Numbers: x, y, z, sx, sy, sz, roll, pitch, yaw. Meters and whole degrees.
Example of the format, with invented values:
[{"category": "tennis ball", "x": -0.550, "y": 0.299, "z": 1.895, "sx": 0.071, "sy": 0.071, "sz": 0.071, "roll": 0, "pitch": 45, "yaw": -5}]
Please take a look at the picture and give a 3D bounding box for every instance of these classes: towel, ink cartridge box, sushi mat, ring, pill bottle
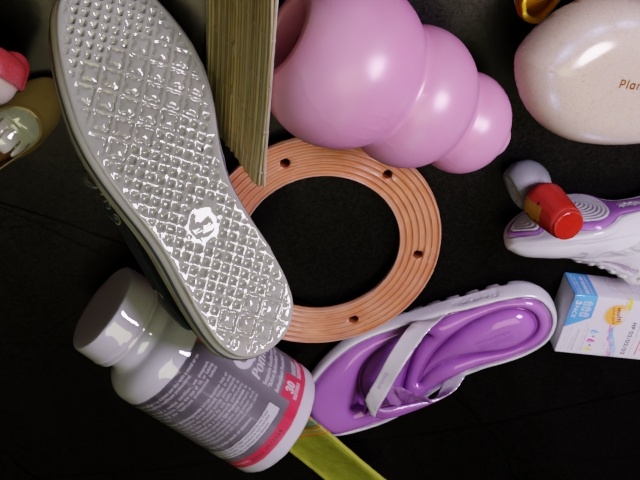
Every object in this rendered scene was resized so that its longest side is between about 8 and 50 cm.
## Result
[{"category": "towel", "x": -0.007, "y": 0.323, "z": 1.702, "sx": 0.102, "sy": 0.021, "sz": 0.237, "roll": -19, "pitch": 128, "yaw": 41}, {"category": "ink cartridge box", "x": 0.436, "y": 0.114, "z": 1.623, "sx": 0.181, "sy": 0.062, "sz": 0.104, "roll": 6, "pitch": 121, "yaw": -11}, {"category": "sushi mat", "x": -0.094, "y": -0.217, "z": 1.266, "sx": 0.019, "sy": 0.151, "sz": 0.317, "roll": -19, "pitch": 142, "yaw": -23}, {"category": "ring", "x": 0.000, "y": 0.000, "z": 1.521, "sx": 0.336, "sy": 0.032, "sz": 0.337, "roll": -3, "pitch": 123, "yaw": -4}, {"category": "pill bottle", "x": -0.176, "y": 0.175, "z": 1.524, "sx": 0.318, "sy": 0.176, "sz": 0.176, "roll": 37, "pitch": 112, "yaw": -26}]

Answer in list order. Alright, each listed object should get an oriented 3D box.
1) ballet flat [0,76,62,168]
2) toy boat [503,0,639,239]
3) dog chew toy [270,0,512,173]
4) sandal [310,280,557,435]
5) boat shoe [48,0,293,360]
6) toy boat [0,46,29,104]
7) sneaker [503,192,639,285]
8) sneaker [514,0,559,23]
[{"category": "ballet flat", "x": -0.409, "y": -0.114, "z": 1.376, "sx": 0.232, "sy": 0.073, "sz": 0.080, "roll": -36, "pitch": 119, "yaw": 15}, {"category": "toy boat", "x": 0.329, "y": -0.163, "z": 1.398, "sx": 0.267, "sy": 0.148, "sz": 0.318, "roll": 9, "pitch": 116, "yaw": -26}, {"category": "dog chew toy", "x": 0.094, "y": -0.180, "z": 1.326, "sx": 0.331, "sy": 0.207, "sz": 0.207, "roll": 23, "pitch": 117, "yaw": -28}, {"category": "sandal", "x": 0.149, "y": 0.183, "z": 1.609, "sx": 0.416, "sy": 0.102, "sz": 0.169, "roll": -30, "pitch": 118, "yaw": 14}, {"category": "boat shoe", "x": -0.195, "y": -0.081, "z": 1.350, "sx": 0.186, "sy": 0.156, "sz": 0.500, "roll": -31, "pitch": 105, "yaw": -23}, {"category": "toy boat", "x": -0.429, "y": -0.263, "z": 1.261, "sx": 0.231, "sy": 0.151, "sz": 0.151, "roll": 29, "pitch": 84, "yaw": -23}, {"category": "sneaker", "x": 0.406, "y": 0.010, "z": 1.522, "sx": 0.305, "sy": 0.114, "sz": 0.152, "roll": -5, "pitch": 121, "yaw": -3}, {"category": "sneaker", "x": 0.297, "y": -0.337, "z": 1.320, "sx": 0.064, "sy": 0.067, "sz": 0.175, "roll": 19, "pitch": 116, "yaw": -16}]
